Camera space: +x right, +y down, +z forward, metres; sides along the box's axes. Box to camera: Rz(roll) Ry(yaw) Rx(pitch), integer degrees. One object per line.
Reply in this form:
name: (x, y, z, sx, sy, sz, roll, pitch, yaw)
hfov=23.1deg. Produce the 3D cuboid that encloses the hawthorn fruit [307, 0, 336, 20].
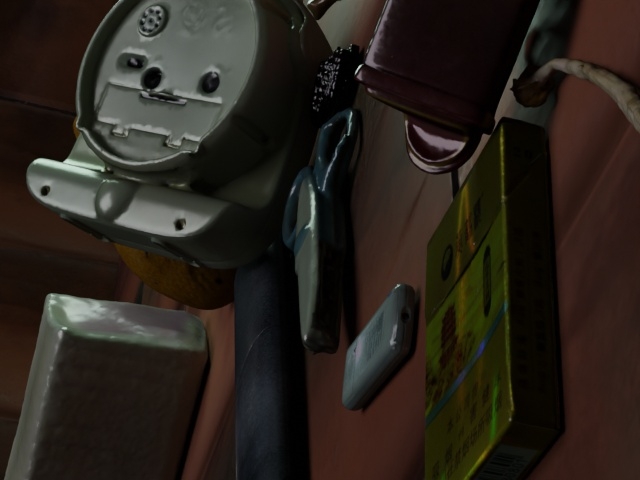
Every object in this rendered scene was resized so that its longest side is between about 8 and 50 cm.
hawthorn fruit: (0.038, -0.258, 1.002, 0.205, 0.205, 0.253, -98, 16, -60)

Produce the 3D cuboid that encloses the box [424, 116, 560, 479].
box: (0.088, 0.045, 0.828, 0.121, 0.030, 0.193, 116, 162, -49)

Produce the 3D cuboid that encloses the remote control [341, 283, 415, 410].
remote control: (0.038, 0.074, 1.066, 0.124, 0.018, 0.053, 121, 157, -59)

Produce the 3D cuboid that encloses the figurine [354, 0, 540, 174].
figurine: (0.083, -0.112, 0.885, 0.098, 0.082, 0.154, 9, -77, -68)

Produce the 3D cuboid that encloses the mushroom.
mushroom: (0.139, -0.064, 0.723, 0.286, 0.026, 0.028, -137, 44, -75)

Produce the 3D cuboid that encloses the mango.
mango: (-0.161, -0.043, 1.647, 0.157, 0.262, 0.109, -34, 8, 20)

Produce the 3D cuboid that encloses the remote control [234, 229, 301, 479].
remote control: (-0.049, 0.128, 1.373, 0.377, 0.044, 0.107, -94, 26, -55)

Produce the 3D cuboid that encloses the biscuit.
biscuit: (0.012, -0.141, 1.405, 0.087, 0.027, 0.089, -96, 21, -59)

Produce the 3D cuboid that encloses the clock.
clock: (-0.124, -0.145, 1.508, 0.265, 0.108, 0.324, 12, 76, 36)

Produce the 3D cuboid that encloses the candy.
candy: (-0.272, 0.255, 1.942, 0.145, 0.208, 0.359, -127, 51, -67)

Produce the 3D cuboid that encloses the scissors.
scissors: (0.000, 0.000, 1.275, 0.289, 0.041, 0.138, -88, 24, -57)
